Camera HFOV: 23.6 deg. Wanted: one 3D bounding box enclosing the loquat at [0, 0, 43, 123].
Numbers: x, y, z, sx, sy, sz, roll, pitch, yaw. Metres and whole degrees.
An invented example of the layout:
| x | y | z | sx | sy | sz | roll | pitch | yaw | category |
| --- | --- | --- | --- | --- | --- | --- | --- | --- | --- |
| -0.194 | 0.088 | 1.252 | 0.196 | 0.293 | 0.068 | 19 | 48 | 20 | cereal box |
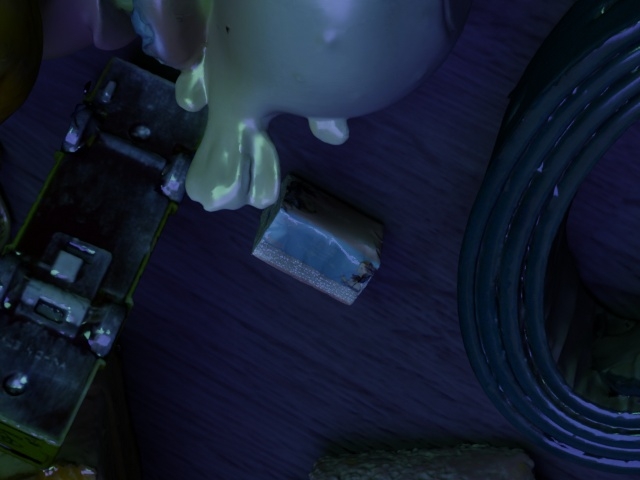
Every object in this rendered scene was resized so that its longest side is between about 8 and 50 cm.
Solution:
| x | y | z | sx | sy | sz | roll | pitch | yaw | category |
| --- | --- | --- | --- | --- | --- | --- | --- | --- | --- |
| -0.271 | -0.133 | 0.966 | 0.187 | 0.234 | 0.176 | -12 | 81 | -10 | loquat |

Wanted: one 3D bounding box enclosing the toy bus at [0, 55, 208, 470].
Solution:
| x | y | z | sx | sy | sz | roll | pitch | yaw | category |
| --- | --- | --- | --- | --- | --- | --- | --- | --- | --- |
| -0.178 | 0.019 | 1.117 | 0.113 | 0.301 | 0.139 | 25 | 147 | -5 | toy bus |

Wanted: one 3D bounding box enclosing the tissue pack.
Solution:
| x | y | z | sx | sy | sz | roll | pitch | yaw | category |
| --- | --- | --- | --- | --- | --- | --- | --- | --- | --- |
| 0.000 | 0.000 | 1.211 | 0.094 | 0.074 | 0.058 | 28 | 118 | -10 | tissue pack |

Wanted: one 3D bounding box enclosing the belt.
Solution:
| x | y | z | sx | sy | sz | roll | pitch | yaw | category |
| --- | --- | --- | --- | --- | --- | --- | --- | --- | --- |
| 0.269 | -0.029 | 1.089 | 0.300 | 0.173 | 0.436 | 25 | 121 | -2 | belt |

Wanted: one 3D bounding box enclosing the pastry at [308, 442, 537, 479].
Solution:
| x | y | z | sx | sy | sz | roll | pitch | yaw | category |
| --- | --- | --- | --- | --- | --- | --- | --- | --- | --- |
| 0.071 | 0.233 | 1.323 | 0.265 | 0.103 | 0.112 | -11 | 111 | 14 | pastry |

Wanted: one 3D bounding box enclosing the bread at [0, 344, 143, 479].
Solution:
| x | y | z | sx | sy | sz | roll | pitch | yaw | category |
| --- | --- | --- | --- | --- | --- | --- | --- | --- | --- |
| -0.297 | 0.224 | 1.289 | 0.279 | 0.207 | 0.279 | -5 | 127 | 2 | bread |

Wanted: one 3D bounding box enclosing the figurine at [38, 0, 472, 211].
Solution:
| x | y | z | sx | sy | sz | roll | pitch | yaw | category |
| --- | --- | --- | --- | --- | --- | --- | --- | --- | --- |
| -0.095 | -0.159 | 1.053 | 0.394 | 0.226 | 0.274 | 5 | 87 | 19 | figurine |

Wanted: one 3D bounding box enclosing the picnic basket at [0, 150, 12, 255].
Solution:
| x | y | z | sx | sy | sz | roll | pitch | yaw | category |
| --- | --- | --- | --- | --- | --- | --- | --- | --- | --- |
| -0.378 | -0.057 | 1.155 | 0.175 | 0.228 | 0.312 | -10 | 118 | 19 | picnic basket |
